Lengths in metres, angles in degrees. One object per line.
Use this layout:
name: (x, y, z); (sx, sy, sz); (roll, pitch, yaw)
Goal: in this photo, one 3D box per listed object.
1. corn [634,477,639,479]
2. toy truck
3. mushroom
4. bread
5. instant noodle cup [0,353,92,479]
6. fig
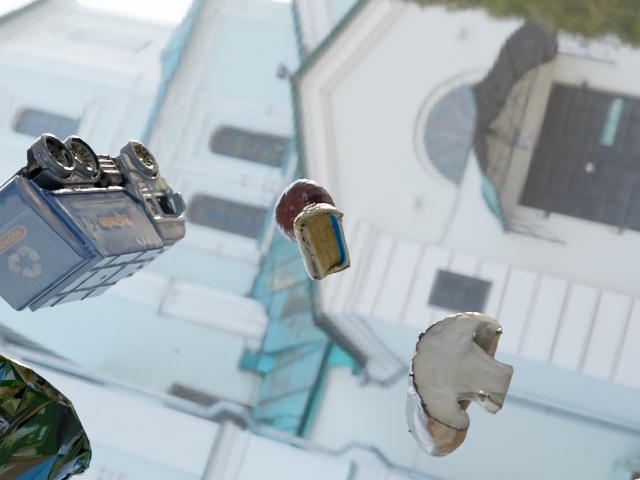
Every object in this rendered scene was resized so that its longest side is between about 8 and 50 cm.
corn: (0.471, 0.362, 1.495); (0.335, 0.126, 0.126); (-15, -54, -27)
toy truck: (-0.305, -0.026, 1.407); (0.146, 0.175, 0.367); (-34, -7, 19)
mushroom: (0.199, 0.235, 1.730); (0.285, 0.156, 0.151); (-54, -16, -52)
bread: (0.000, 0.000, 1.627); (0.072, 0.053, 0.106); (-22, -65, -17)
instant noodle cup: (-0.437, 0.283, 1.454); (0.178, 0.240, 0.240); (-54, -28, -42)
fig: (-0.012, -0.038, 2.079); (0.153, 0.119, 0.119); (34, -115, -29)
